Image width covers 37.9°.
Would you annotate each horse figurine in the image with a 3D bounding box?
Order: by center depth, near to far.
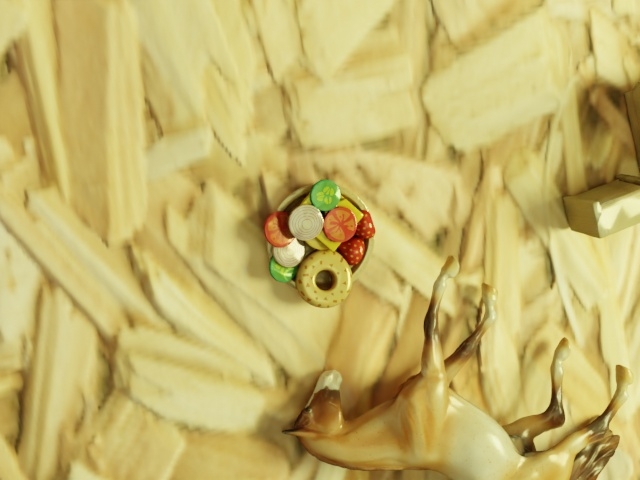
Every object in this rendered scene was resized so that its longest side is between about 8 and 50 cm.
[{"bbox_3d":[0.126,0.133,0.698,0.263,0.066,0.174,32,83,-18],"label":"horse figurine"}]

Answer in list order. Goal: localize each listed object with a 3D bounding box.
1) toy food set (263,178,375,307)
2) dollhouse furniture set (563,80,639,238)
[{"bbox_3d":[0.000,0.000,0.657,0.082,0.020,0.083,40,87,-20],"label":"toy food set"},{"bbox_3d":[0.288,-0.072,0.661,0.182,0.161,0.101,-20,105,-14],"label":"dollhouse furniture set"}]
